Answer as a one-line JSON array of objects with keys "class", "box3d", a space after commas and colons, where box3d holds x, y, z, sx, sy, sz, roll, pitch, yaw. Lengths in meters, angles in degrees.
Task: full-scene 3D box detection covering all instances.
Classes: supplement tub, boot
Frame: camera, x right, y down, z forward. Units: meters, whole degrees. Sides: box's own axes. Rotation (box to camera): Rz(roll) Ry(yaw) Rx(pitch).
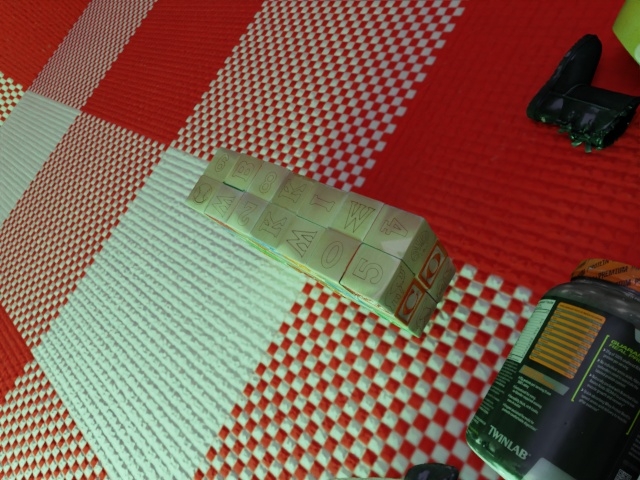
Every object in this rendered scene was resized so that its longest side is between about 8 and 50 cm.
[{"class": "supplement tub", "box3d": [0.215, 0.118, 0.360, 0.117, 0.117, 0.190, 29, 84, 38]}, {"class": "boot", "box3d": [0.308, -0.166, 0.494, 0.121, 0.045, 0.099, -53, 48, 8]}]

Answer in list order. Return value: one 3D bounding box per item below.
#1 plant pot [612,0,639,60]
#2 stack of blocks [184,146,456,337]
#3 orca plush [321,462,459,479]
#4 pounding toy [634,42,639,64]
[{"class": "plant pot", "box3d": [0.367, -0.230, 0.448, 0.095, 0.134, 0.134, -39, 47, 42]}, {"class": "stack of blocks", "box3d": [0.000, 0.000, 0.520, 0.297, 0.171, 0.087, 25, 81, 37]}, {"class": "orca plush", "box3d": [0.122, 0.285, 0.377, 0.287, 0.102, 0.151, -9, 17, 17]}, {"class": "pounding toy", "box3d": [0.393, -0.080, 0.367, 0.270, 0.154, 0.154, 53, 124, 21]}]
